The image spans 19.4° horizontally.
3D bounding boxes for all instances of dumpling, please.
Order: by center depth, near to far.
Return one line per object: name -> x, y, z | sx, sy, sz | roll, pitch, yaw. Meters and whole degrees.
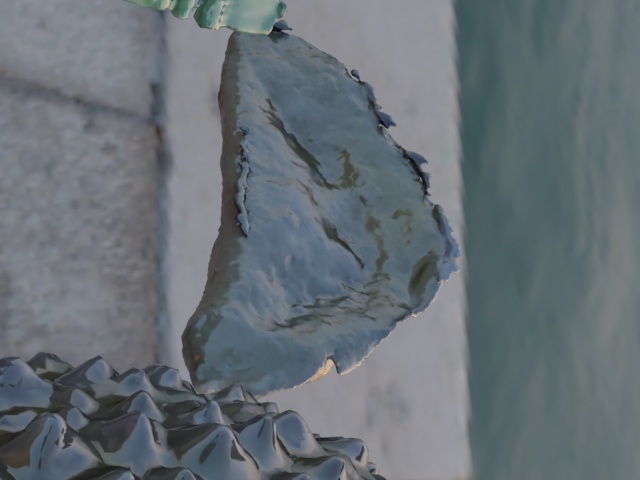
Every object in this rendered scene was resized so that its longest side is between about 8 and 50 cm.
dumpling -> -0.005, 0.001, 1.163 | 0.166, 0.086, 0.332 | 23, 43, -15

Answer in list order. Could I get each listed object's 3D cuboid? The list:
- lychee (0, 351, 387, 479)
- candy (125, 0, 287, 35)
lychee -> -0.101, 0.223, 0.637 | 0.432, 0.380, 0.380 | 31, 56, -54
candy -> -0.137, -0.221, 0.857 | 0.398, 0.263, 0.172 | -3, 45, -42
